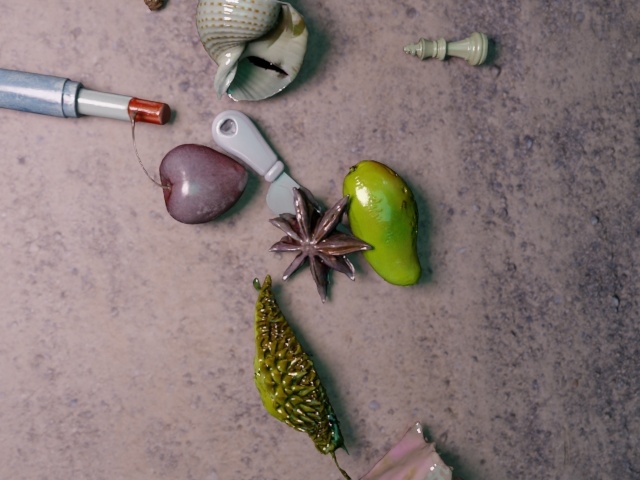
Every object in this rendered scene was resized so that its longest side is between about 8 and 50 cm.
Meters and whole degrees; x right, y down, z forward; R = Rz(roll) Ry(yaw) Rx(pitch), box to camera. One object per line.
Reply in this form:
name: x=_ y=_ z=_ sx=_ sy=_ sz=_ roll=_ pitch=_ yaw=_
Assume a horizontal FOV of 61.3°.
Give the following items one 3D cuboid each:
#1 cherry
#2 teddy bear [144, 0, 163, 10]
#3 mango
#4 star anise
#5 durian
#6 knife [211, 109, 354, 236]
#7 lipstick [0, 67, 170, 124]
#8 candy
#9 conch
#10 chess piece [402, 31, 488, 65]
cherry: x=-0.197 y=-0.122 z=0.866 sx=0.148 sy=0.115 sz=0.188 roll=-11 pitch=90 yaw=8
teddy bear: x=-0.276 y=-0.452 z=0.831 sx=0.119 sy=0.160 sz=0.078 roll=-43 pitch=63 yaw=-9
mango: x=0.116 y=-0.030 z=0.938 sx=0.125 sy=0.111 sz=0.233 roll=-27 pitch=97 yaw=-4
star anise: x=0.000 y=0.000 z=0.921 sx=0.180 sy=0.061 sz=0.205 roll=-26 pitch=103 yaw=25
durian: x=-0.051 y=0.241 z=0.909 sx=0.106 sy=0.132 sz=0.375 roll=-23 pitch=92 yaw=-23
knife: x=-0.065 y=-0.087 z=0.937 sx=0.080 sy=0.044 sz=0.331 roll=-43 pitch=105 yaw=0
lipstick: x=-0.376 y=-0.218 z=0.842 sx=0.274 sy=0.068 sz=0.061 roll=7 pitch=94 yaw=-11
candy: x=0.172 y=0.467 z=0.963 sx=0.195 sy=0.137 sz=0.185 roll=-41 pitch=100 yaw=-5
conch: x=-0.119 y=-0.332 z=0.862 sx=0.172 sy=0.131 sz=0.200 roll=7 pitch=133 yaw=-34
chess piece: x=0.222 y=-0.347 z=0.974 sx=0.149 sy=0.059 sz=0.059 roll=-1 pitch=93 yaw=-7
